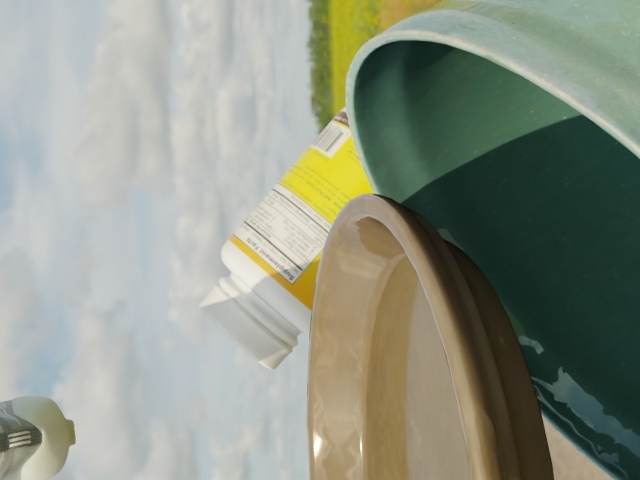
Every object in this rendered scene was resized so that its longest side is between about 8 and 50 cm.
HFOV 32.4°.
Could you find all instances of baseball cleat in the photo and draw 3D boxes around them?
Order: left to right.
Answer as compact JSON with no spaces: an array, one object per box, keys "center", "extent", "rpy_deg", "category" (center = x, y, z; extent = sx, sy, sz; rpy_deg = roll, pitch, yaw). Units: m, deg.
[{"center":[-0.241,0.135,0.705],"extent":[0.206,0.109,0.072],"rpy_deg":[-28,69,46],"category":"baseball cleat"}]

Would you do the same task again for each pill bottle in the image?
[{"center":[0.000,0.000,0.914],"extent":[0.215,0.117,0.117],"rpy_deg":[-49,-3,-2],"category":"pill bottle"}]

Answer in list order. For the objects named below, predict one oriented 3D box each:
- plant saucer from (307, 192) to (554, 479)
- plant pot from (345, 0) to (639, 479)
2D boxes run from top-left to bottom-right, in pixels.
[{"center":[0.041,0.117,0.493],"extent":[0.278,0.041,0.277],"rpy_deg":[177,90,-76],"category":"plant saucer"},{"center":[0.180,-0.028,0.496],"extent":[0.293,0.196,0.293],"rpy_deg":[47,167,14],"category":"plant pot"}]
